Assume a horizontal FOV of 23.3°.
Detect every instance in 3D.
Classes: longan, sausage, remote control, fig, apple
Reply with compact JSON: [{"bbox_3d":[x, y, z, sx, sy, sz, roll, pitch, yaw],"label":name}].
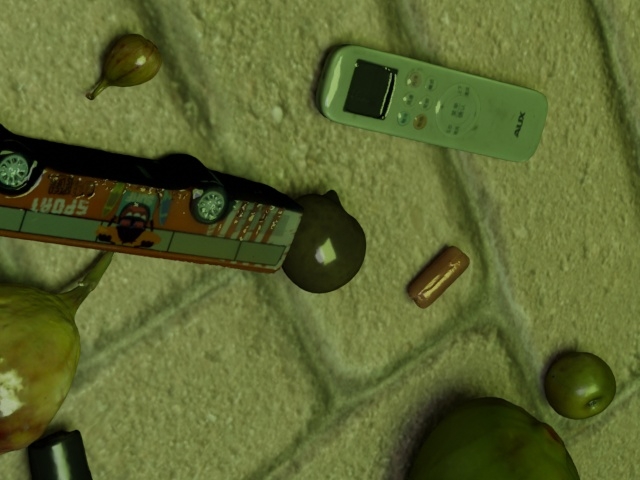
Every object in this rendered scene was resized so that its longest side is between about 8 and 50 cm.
[{"bbox_3d":[0.000,0.000,1.647,0.113,0.092,0.113,3,86,-44],"label":"longan"},{"bbox_3d":[0.137,0.042,1.789,0.083,0.034,0.034,-45,126,-10],"label":"sausage"},{"bbox_3d":[0.126,-0.150,1.709,0.309,0.038,0.090,10,101,-35],"label":"remote control"},{"bbox_3d":[-0.281,0.087,1.482,0.257,0.159,0.159,-46,128,-35],"label":"fig"},{"bbox_3d":[0.197,0.307,1.823,0.207,0.207,0.230,39,83,-37],"label":"fig"},{"bbox_3d":[0.325,0.184,1.943,0.089,0.074,0.089,-14,132,-16],"label":"apple"},{"bbox_3d":[-0.192,-0.163,1.489,0.083,0.050,0.050,-40,125,-3],"label":"fig"}]

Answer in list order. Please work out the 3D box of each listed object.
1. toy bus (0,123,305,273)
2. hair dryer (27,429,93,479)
[{"bbox_3d":[-0.205,-0.043,1.496,0.409,0.093,0.092,9,109,-35],"label":"toy bus"},{"bbox_3d":[-0.163,0.317,1.679,0.359,0.120,0.304,-15,101,-40],"label":"hair dryer"}]
